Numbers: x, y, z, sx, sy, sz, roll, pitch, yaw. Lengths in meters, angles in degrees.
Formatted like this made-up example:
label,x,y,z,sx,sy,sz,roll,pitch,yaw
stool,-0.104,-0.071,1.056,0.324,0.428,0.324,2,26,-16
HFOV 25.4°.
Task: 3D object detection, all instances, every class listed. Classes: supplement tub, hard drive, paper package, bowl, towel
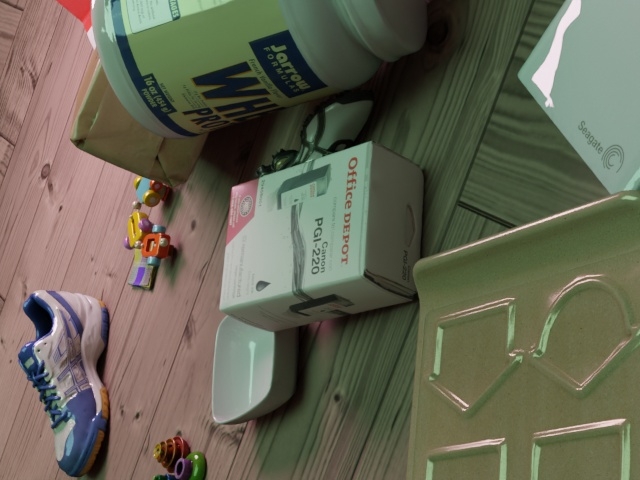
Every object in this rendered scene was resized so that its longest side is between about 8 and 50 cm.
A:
label,x,y,z,sx,sy,sz,roll,pitch,yaw
supplement tub,-0.066,-0.262,1.594,0.325,0.235,0.235,-15,59,24
hard drive,0.319,-0.225,1.211,0.353,0.047,0.233,-59,33,24
paper package,-0.207,-0.265,1.914,0.325,0.168,0.309,-117,50,-74
bowl,-0.072,0.145,1.673,0.142,0.053,0.142,-31,50,49
towel,-0.260,0.040,2.084,0.083,0.009,0.060,7,82,60

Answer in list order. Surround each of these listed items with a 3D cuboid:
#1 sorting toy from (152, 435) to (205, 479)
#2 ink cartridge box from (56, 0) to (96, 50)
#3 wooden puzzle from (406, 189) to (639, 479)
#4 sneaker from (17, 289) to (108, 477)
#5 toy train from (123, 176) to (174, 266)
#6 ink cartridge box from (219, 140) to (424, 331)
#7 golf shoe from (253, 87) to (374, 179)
label,x,y,z,sx,sy,sz,roll,pitch,yaw
sorting toy,-0.186,0.286,1.802,0.102,0.042,0.061,27,99,60
ink cartridge box,-0.306,-0.358,2.166,0.181,0.224,0.056,-48,7,38
wooden puzzle,0.191,0.162,1.206,0.322,0.080,0.348,-22,62,54
sneaker,-0.392,0.209,2.100,0.112,0.131,0.296,-42,43,39
toy train,-0.233,-0.038,2.049,0.125,0.046,0.166,-14,66,53
ink cartridge box,0.000,0.000,1.541,0.218,0.092,0.158,-15,62,39
golf shoe,0.009,-0.095,1.658,0.198,0.077,0.094,-47,61,36
